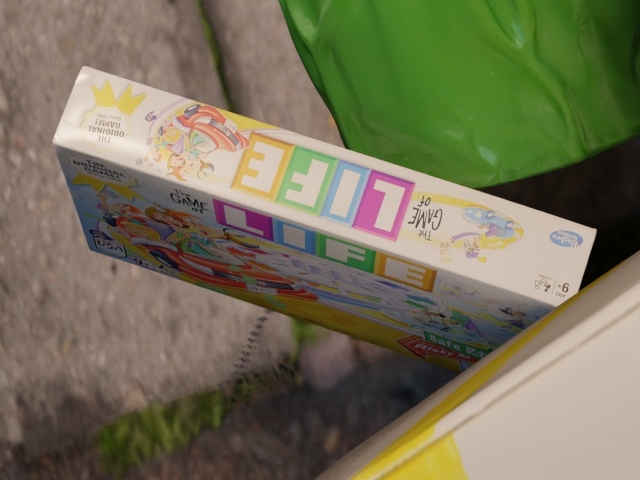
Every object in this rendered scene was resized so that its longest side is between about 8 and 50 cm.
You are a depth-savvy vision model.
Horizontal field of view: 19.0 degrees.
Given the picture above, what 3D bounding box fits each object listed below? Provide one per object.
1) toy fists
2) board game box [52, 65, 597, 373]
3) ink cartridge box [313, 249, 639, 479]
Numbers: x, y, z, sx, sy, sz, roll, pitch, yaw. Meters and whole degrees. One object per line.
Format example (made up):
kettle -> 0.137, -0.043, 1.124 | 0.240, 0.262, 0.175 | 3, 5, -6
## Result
toy fists -> 0.091, -0.102, 0.517 | 0.279, 0.096, 0.142 | -7, 108, 48
board game box -> 0.000, 0.000, 0.582 | 0.154, 0.103, 0.026 | 18, 73, 5
ink cartridge box -> 0.148, 0.114, 0.404 | 0.279, 0.160, 0.384 | 53, 133, 3
